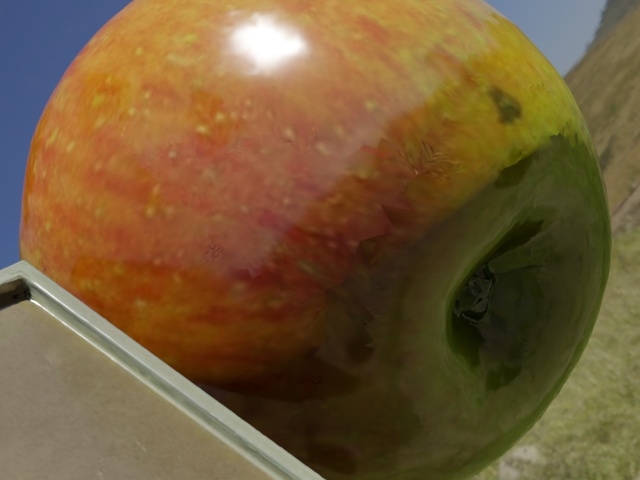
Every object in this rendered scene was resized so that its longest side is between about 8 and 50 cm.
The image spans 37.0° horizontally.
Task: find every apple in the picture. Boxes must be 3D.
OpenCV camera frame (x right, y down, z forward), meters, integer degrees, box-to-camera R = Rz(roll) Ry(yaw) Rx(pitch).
[{"bbox_3d":[0.000,0.000,0.575,0.339,0.339,0.339,-50,-8,-9],"label":"apple"}]

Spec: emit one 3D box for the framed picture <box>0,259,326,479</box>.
[{"bbox_3d":[-0.134,0.119,0.307,0.315,0.232,0.024,-29,-34,-54],"label":"framed picture"}]
